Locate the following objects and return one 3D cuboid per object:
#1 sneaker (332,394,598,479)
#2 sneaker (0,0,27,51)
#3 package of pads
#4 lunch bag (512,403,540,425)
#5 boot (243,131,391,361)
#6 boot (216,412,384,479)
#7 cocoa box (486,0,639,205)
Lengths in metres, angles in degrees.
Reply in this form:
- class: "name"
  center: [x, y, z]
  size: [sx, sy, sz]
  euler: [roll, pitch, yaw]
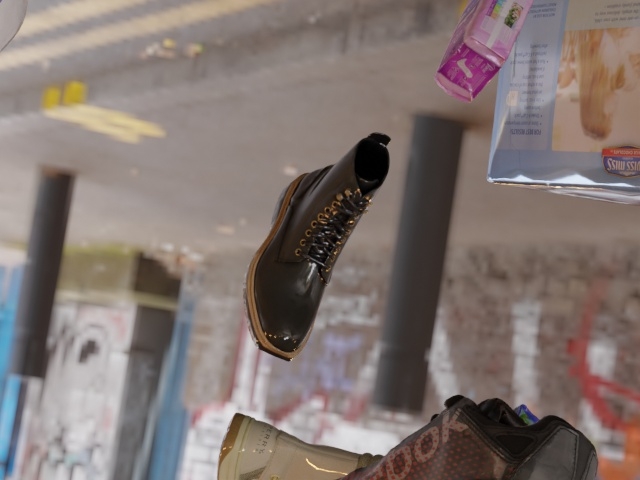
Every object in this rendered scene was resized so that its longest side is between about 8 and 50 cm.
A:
- class: "sneaker"
  center: [0.076, 0.171, 1.112]
  size: [0.097, 0.135, 0.276]
  euler: [44, 147, -21]
- class: "sneaker"
  center: [-0.299, -0.158, 0.758]
  size: [0.323, 0.130, 0.236]
  euler: [-9, 143, -10]
- class: "package of pads"
  center: [0.102, -0.128, 1.044]
  size: [0.032, 0.083, 0.050]
  euler: [32, 141, -7]
- class: "lunch bag"
  center: [0.161, 0.246, 1.570]
  size: [0.096, 0.129, 0.151]
  euler: [40, -147, -5]
- class: "boot"
  center: [0.000, 0.000, 1.557]
  size: [0.077, 0.197, 0.137]
  euler: [24, 147, -24]
- class: "boot"
  center: [-0.009, 0.247, 1.553]
  size: [0.165, 0.077, 0.213]
  euler: [12, 140, 8]
- class: "cocoa box"
  center: [0.355, -0.146, 1.626]
  size: [0.228, 0.231, 0.347]
  euler: [7, 180, -32]
